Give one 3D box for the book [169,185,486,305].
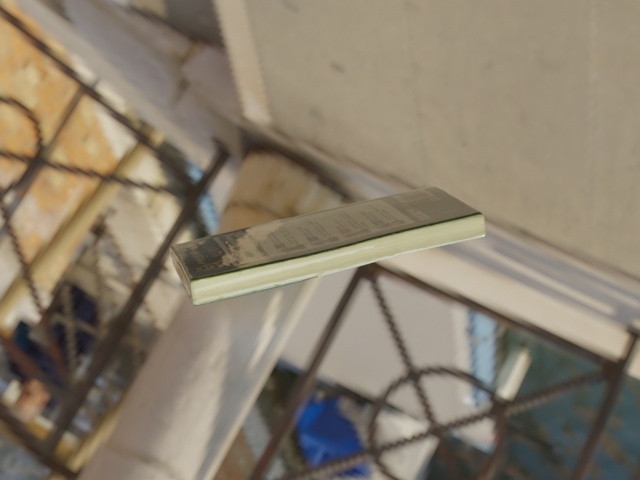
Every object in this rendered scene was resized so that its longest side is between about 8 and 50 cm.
[{"bbox_3d":[0.000,0.000,1.672,0.202,0.264,0.027,-135,33,-76],"label":"book"}]
